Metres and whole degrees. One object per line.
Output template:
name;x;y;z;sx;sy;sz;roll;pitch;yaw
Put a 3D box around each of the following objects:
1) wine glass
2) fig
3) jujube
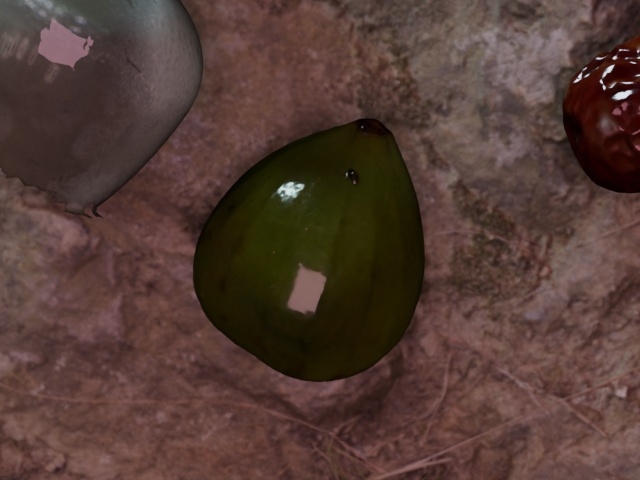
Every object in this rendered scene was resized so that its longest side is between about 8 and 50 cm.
wine glass;-0.184;-0.200;1.163;0.238;0.238;0.323;29;101;-4
fig;0.000;0.000;1.206;0.203;0.203;0.225;21;107;-2
jujube;0.330;-0.119;1.203;0.230;0.155;0.155;-15;100;6
